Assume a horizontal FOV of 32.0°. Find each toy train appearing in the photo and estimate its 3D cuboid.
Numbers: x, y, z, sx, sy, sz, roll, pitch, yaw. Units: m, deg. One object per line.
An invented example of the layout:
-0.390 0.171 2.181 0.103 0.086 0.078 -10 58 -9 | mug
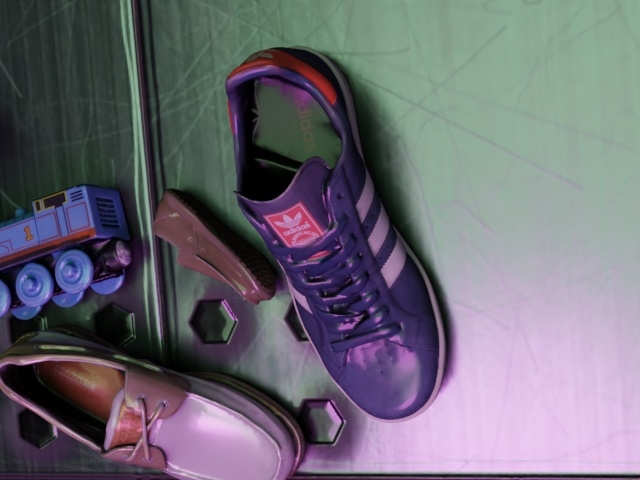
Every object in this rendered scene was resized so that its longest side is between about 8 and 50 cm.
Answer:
-0.269 0.014 1.086 0.184 0.080 0.105 -17 80 21 | toy train

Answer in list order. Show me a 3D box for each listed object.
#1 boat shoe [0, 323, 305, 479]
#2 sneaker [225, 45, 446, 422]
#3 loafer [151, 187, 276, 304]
-0.167 0.168 1.048 0.302 0.103 0.113 16 99 16 | boat shoe
0.000 0.000 0.958 0.131 0.148 0.350 -23 87 18 | sneaker
-0.101 0.012 1.043 0.148 0.056 0.050 44 106 20 | loafer
